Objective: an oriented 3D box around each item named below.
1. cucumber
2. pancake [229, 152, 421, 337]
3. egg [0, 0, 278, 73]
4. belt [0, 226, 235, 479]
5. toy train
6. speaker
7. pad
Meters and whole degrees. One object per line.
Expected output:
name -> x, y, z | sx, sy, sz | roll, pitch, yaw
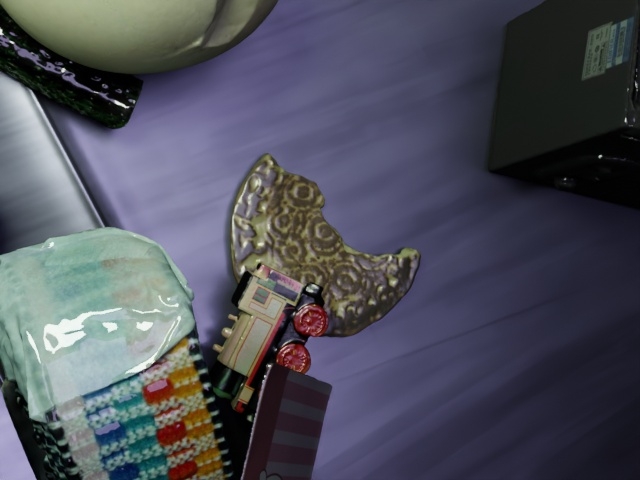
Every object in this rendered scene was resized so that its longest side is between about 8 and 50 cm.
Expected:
cucumber -> -0.254, -0.163, 0.851 | 0.215, 0.058, 0.052 | 28, 89, -16
pancake -> 0.000, 0.000, 0.955 | 0.184, 0.020, 0.190 | -23, 95, -21
egg -> -0.139, -0.244, 0.810 | 0.269, 0.219, 0.219 | -34, 99, -44
belt -> -0.165, 0.115, 0.782 | 0.150, 0.207, 0.257 | -22, 110, -22
toy train -> -0.051, 0.092, 0.901 | 0.087, 0.050, 0.137 | 26, 89, -11
speaker -> 0.329, -0.137, 0.969 | 0.232, 0.254, 0.184 | 11, 80, -20
pad -> -0.046, 0.258, 0.838 | 0.005, 0.202, 0.299 | 10, 79, 17
